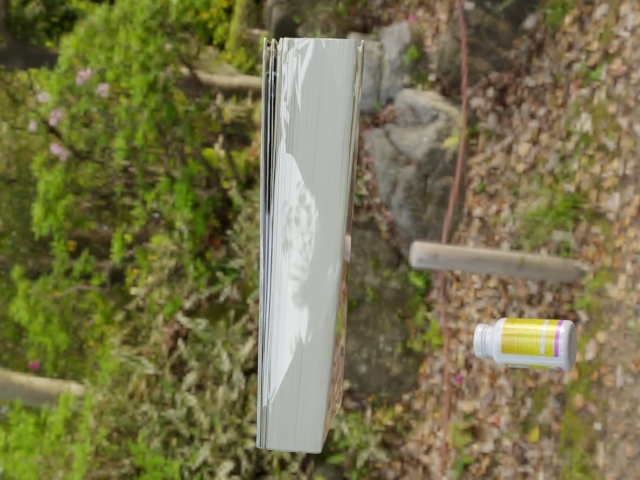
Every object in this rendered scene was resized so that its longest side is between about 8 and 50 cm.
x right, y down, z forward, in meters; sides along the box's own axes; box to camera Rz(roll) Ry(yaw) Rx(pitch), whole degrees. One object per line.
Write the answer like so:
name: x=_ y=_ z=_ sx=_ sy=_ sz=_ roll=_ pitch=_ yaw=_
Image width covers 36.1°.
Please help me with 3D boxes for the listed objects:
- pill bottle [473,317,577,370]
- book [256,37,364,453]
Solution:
pill bottle: x=0.178 y=0.089 z=0.853 sx=0.043 sy=0.083 sz=0.043 roll=-3 pitch=-87 yaw=-64
book: x=0.000 y=0.000 z=0.386 sx=0.096 sy=0.035 sz=0.144 roll=-19 pitch=-68 yaw=-83
